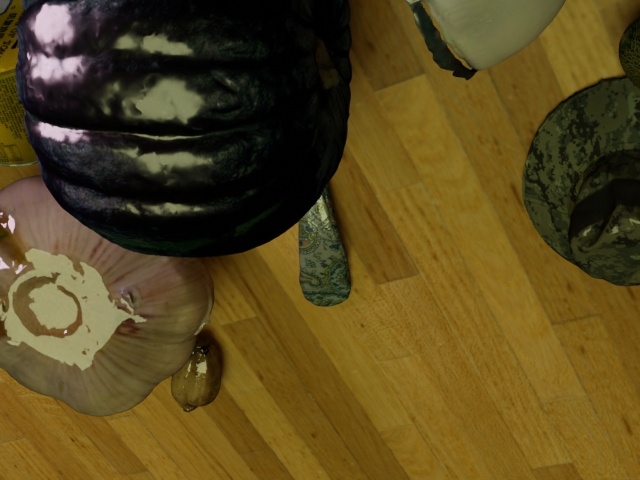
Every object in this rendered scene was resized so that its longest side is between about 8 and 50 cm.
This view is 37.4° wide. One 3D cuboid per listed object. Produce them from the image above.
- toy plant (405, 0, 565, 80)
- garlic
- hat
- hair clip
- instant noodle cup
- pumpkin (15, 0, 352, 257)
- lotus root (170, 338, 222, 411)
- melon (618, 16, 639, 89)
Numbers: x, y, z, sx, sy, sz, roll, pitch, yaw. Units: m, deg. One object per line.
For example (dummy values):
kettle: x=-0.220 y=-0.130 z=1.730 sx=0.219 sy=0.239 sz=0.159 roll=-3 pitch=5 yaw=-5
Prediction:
toy plant: x=0.228 y=-0.289 z=0.753 sx=0.332 sy=0.247 sz=0.247 roll=-17 pitch=120 yaw=24
garlic: x=-0.290 y=0.060 z=1.172 sx=0.322 sy=0.241 sz=0.322 roll=0 pitch=129 yaw=0
hat: x=0.328 y=-0.025 z=0.986 sx=0.265 sy=0.128 sz=0.265 roll=11 pitch=133 yaw=12
hair clip: x=0.000 y=0.002 z=1.167 sx=0.066 sy=0.036 sz=0.229 roll=0 pitch=127 yaw=9
instant noodle cup: x=-0.347 y=-0.179 z=1.054 sx=0.182 sy=0.182 sz=0.144 roll=8 pitch=138 yaw=12
pumpkin: x=-0.111 y=-0.165 z=0.860 sx=0.266 sy=0.363 sz=0.363 roll=5 pitch=128 yaw=14
lotus root: x=-0.179 y=0.196 z=1.360 sx=0.072 sy=0.063 sz=0.152 roll=5 pitch=127 yaw=-20
melon: x=0.358 y=-0.165 z=0.882 sx=0.162 sy=0.099 sz=0.099 roll=17 pitch=130 yaw=3
